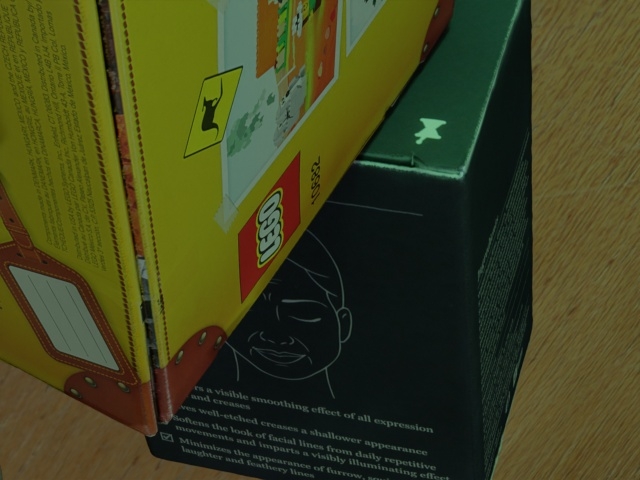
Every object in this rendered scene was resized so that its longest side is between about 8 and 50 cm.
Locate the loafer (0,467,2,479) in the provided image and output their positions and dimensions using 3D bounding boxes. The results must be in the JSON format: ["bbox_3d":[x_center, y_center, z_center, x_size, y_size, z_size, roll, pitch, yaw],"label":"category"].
[{"bbox_3d":[-0.395,0.250,1.248,0.268,0.102,0.092,-32,146,-10],"label":"loafer"}]

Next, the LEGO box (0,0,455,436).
[{"bbox_3d":[-0.075,-0.202,0.717,0.372,0.193,0.500,-55,161,-32],"label":"LEGO box"}]

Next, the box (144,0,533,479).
[{"bbox_3d":[0.000,0.000,1.138,0.395,0.293,0.212,82,23,-47],"label":"box"}]
